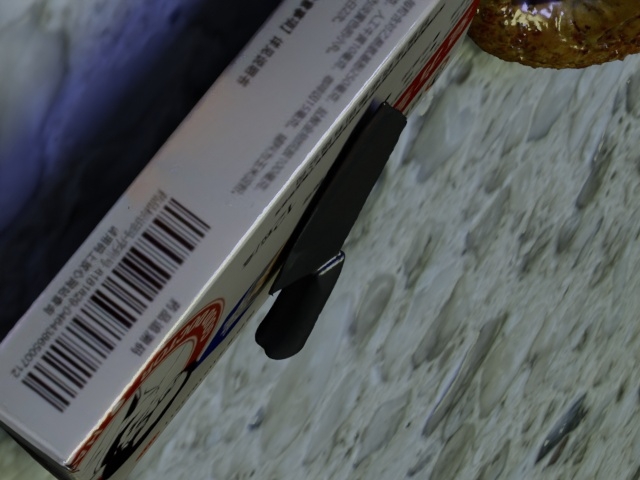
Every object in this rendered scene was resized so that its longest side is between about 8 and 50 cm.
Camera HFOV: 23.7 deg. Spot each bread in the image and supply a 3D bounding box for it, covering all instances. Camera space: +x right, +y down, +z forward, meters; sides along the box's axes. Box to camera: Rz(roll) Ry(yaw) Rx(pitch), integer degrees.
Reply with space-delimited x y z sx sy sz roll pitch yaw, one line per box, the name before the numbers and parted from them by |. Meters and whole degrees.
bread | 0.171 -0.173 0.973 0.193 0.064 0.193 -9 149 -5

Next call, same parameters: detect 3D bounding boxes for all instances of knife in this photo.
knife | 0.000 0.000 0.808 0.060 0.028 0.230 -34 162 -37

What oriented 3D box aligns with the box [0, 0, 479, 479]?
box | -0.031 -0.028 0.782 0.353 0.069 0.214 -51 174 -14
